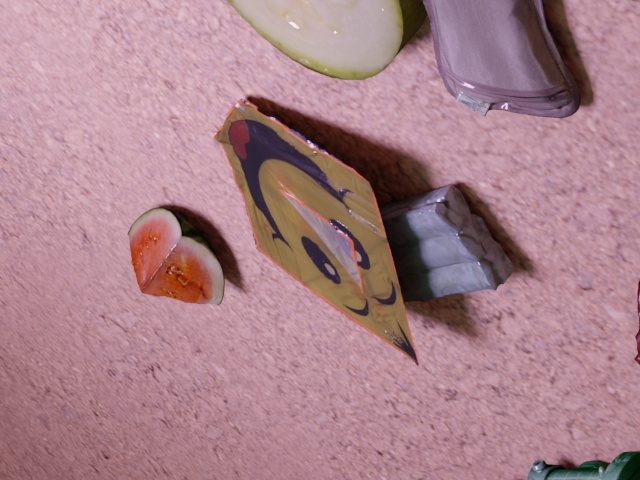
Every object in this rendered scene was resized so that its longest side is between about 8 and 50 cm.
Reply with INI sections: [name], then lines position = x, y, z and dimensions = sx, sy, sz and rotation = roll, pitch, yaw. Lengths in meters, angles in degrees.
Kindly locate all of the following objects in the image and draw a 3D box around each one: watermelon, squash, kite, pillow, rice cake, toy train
[watermelon]
position = -0.181, 0.025, 2.256
dimensions = 0.135, 0.094, 0.125
rotation = 24, 157, 37
[squash]
position = -0.018, -0.250, 1.695
dimensions = 0.252, 0.049, 0.252
rotation = 33, 154, 18
[kite]
position = 0.002, -0.001, 2.008
dimensions = 0.327, 0.013, 0.377
rotation = 51, 159, -1
[pillow]
position = 0.133, -0.187, 1.594
dimensions = 0.131, 0.038, 0.232
rotation = 10, 141, 33
[rice cake]
position = 0.097, 0.009, 1.939
dimensions = 0.124, 0.038, 0.211
rotation = 51, 153, -19
[toy train]
position = 0.290, 0.276, 2.068
dimensions = 0.178, 0.071, 0.104
rotation = -9, 118, 54

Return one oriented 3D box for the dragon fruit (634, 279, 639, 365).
[dragon fruit]
position = 0.355, 0.041, 1.660
dimensions = 0.092, 0.122, 0.192
rotation = 7, 160, -25
